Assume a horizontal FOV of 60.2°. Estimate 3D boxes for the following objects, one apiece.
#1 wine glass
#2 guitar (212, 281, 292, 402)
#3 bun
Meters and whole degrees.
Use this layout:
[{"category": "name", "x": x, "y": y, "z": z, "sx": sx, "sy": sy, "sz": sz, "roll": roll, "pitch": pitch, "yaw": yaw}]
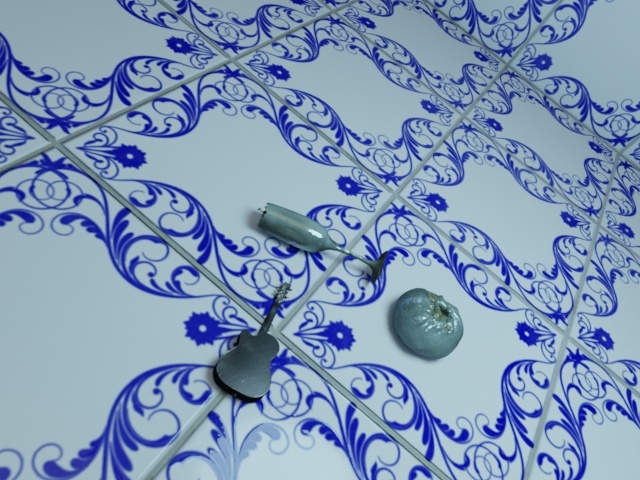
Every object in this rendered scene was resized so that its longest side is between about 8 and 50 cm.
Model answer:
[{"category": "wine glass", "x": 0.000, "y": 0.000, "z": 1.044, "sx": 0.262, "sy": 0.074, "sz": 0.074, "roll": 24, "pitch": 47, "yaw": -10}, {"category": "guitar", "x": -0.093, "y": 0.152, "z": 0.895, "sx": 0.088, "sy": 0.025, "sz": 0.233, "roll": 30, "pitch": 46, "yaw": -5}, {"category": "bun", "x": 0.205, "y": 0.147, "z": 1.032, "sx": 0.140, "sy": 0.083, "sz": 0.141, "roll": 14, "pitch": 49, "yaw": -17}]
